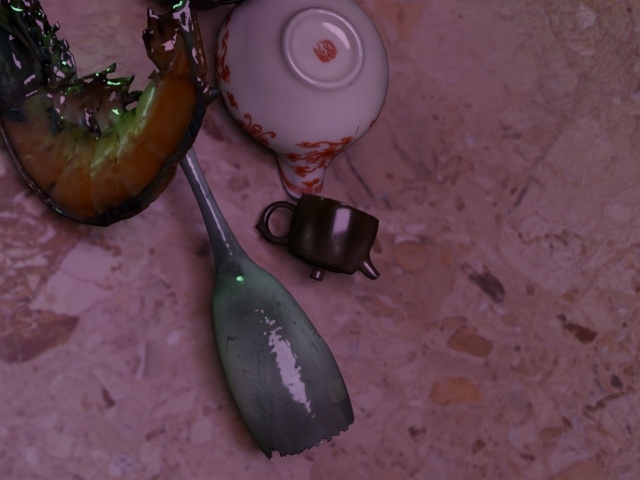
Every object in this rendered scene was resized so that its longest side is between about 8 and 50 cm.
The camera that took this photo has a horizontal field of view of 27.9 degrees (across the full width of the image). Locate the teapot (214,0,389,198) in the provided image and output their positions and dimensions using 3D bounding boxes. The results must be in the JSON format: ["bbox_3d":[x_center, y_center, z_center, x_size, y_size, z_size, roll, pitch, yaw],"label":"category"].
[{"bbox_3d":[-0.016,-0.168,1.149,0.159,0.116,0.245,0,75,-9],"label":"teapot"}]

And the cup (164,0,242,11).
[{"bbox_3d":[-0.072,-0.345,1.113,0.196,0.196,0.279,39,62,-10],"label":"cup"}]

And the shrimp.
[{"bbox_3d":[-0.193,-0.161,1.032,0.054,0.222,0.290,-18,80,-56],"label":"shrimp"}]

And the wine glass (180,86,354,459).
[{"bbox_3d":[-0.012,0.004,1.035,0.096,0.264,0.309,-23,89,-49],"label":"wine glass"}]

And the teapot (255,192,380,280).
[{"bbox_3d":[0.000,0.000,1.137,0.121,0.076,0.068,18,85,11],"label":"teapot"}]
